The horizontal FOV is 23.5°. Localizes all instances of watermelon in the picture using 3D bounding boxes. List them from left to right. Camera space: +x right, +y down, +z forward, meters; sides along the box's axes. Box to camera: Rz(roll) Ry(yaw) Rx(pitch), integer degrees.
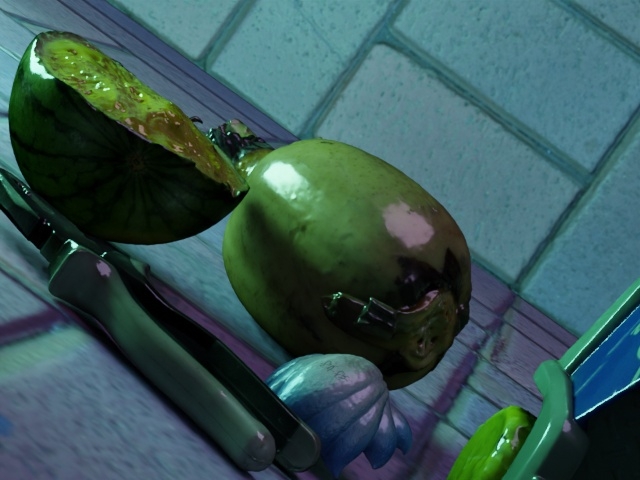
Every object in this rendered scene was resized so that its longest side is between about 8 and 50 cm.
[{"bbox_3d":[-0.167,-0.070,1.232,0.204,0.127,0.232,30,11,-31],"label":"watermelon"}]

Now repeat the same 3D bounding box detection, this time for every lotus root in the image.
[{"bbox_3d":[0.000,0.000,1.329,0.310,0.183,0.182,40,9,34],"label":"lotus root"}]

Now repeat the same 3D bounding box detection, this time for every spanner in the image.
[{"bbox_3d":[-0.127,0.046,1.039,0.325,0.040,0.095,40,10,26],"label":"spanner"}]

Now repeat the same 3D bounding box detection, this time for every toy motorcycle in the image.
[{"bbox_3d":[0.241,0.131,1.032,0.191,0.326,0.200,34,10,-4],"label":"toy motorcycle"}]

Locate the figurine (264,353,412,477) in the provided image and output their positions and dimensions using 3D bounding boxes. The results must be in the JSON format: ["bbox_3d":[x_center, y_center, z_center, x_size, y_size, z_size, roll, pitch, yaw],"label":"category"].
[{"bbox_3d":[0.001,0.120,1.062,0.114,0.079,0.114,10,42,-9],"label":"figurine"}]
